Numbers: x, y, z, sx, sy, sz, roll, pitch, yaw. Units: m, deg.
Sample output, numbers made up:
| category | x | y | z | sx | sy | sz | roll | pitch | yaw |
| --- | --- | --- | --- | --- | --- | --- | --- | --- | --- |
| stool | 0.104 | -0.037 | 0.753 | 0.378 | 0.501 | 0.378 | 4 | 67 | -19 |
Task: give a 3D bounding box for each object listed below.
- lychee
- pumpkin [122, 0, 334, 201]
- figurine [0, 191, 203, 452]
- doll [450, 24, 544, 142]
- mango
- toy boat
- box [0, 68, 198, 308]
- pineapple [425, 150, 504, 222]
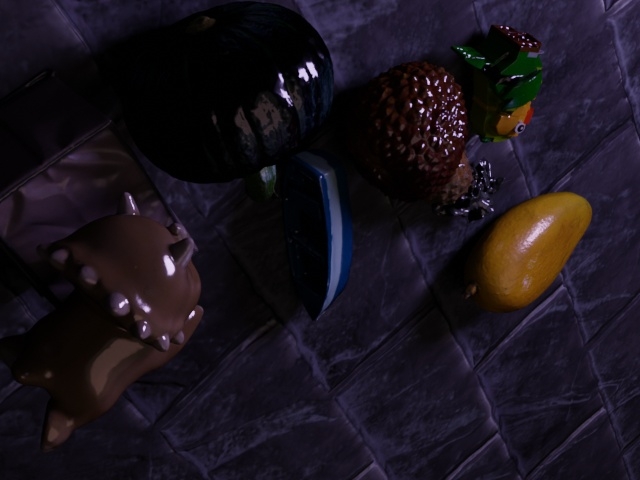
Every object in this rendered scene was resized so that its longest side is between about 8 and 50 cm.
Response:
| category | x | y | z | sx | sy | sz | roll | pitch | yaw |
| --- | --- | --- | --- | --- | --- | --- | --- | --- | --- |
| lychee | 0.124 | -0.158 | 1.573 | 0.188 | 0.188 | 0.188 | -23 | 132 | -28 |
| pumpkin | -0.094 | -0.147 | 1.311 | 0.248 | 0.248 | 0.248 | -23 | 132 | -28 |
| figurine | -0.235 | 0.072 | 1.188 | 0.247 | 0.177 | 0.173 | -29 | 153 | -10 |
| doll | 0.268 | -0.231 | 1.688 | 0.134 | 0.106 | 0.186 | -28 | 135 | -15 |
| mango | 0.358 | 0.018 | 1.947 | 0.317 | 0.119 | 0.176 | -37 | 130 | -21 |
| toy boat | 0.000 | 0.000 | 1.638 | 0.062 | 0.096 | 0.299 | -33 | 139 | -31 |
| box | -0.291 | -0.038 | 1.306 | 0.188 | 0.153 | 0.252 | -39 | 137 | -14 |
| pineapple | 0.210 | -0.092 | 1.749 | 0.119 | 0.111 | 0.237 | -25 | 154 | 20 |
